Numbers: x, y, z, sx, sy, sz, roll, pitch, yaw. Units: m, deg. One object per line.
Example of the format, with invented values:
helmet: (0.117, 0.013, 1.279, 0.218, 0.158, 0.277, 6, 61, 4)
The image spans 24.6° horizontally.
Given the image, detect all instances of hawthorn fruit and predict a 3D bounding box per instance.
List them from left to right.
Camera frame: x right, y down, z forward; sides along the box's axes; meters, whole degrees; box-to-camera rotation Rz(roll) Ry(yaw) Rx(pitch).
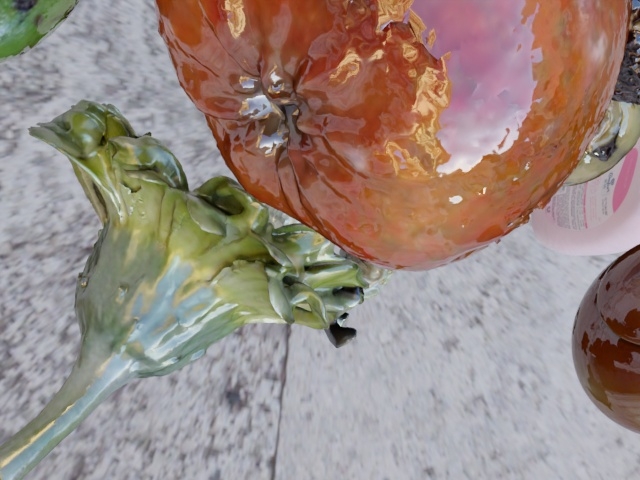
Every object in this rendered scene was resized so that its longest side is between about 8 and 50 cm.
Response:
hawthorn fruit: (0.065, -0.149, 0.856, 0.276, 0.276, 0.307, 44, 71, -4)

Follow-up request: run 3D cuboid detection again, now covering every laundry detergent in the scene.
laundry detergent: (0.347, -0.063, 1.578, 0.088, 0.335, 0.159, 21, 78, -19)

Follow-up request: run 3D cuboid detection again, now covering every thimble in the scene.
thimble: (0.000, 0.000, 1.986, 0.190, 0.143, 0.137, 29, 92, -26)

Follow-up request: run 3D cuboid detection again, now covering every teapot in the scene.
teapot: (0.271, 0.040, 1.094, 0.178, 0.252, 0.135, -9, 134, 16)

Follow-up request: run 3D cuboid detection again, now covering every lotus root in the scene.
lotus root: (0.196, -0.142, 1.456, 0.183, 0.310, 0.182, -3, 98, -20)

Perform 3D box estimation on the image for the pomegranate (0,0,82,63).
pomegranate: (-0.234, -0.215, 0.878, 0.242, 0.306, 0.242, -1, 93, -24)

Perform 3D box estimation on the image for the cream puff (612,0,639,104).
cream puff: (0.253, -0.217, 1.184, 0.165, 0.239, 0.239, -23, 95, 26)

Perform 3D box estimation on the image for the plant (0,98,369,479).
plant: (-0.094, 0.044, 1.067, 0.261, 0.306, 0.297, 4, 62, 6)
